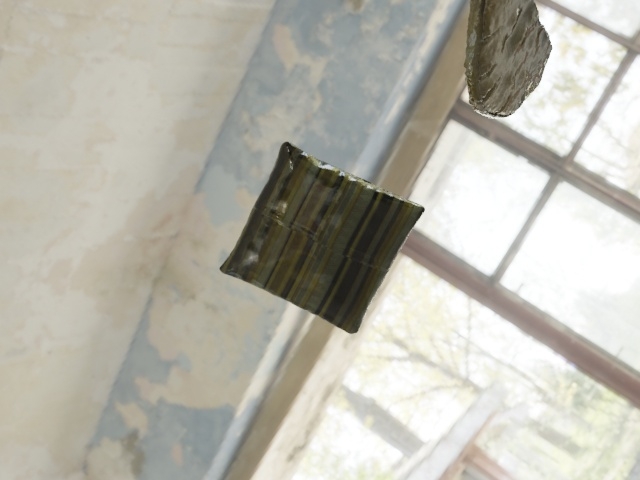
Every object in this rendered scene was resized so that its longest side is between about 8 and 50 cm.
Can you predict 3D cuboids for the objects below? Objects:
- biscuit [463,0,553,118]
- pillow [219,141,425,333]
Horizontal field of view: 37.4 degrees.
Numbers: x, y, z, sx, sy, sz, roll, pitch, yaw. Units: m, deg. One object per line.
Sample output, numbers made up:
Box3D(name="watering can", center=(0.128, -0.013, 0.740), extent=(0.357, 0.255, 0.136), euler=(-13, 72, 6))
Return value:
Box3D(name="biscuit", center=(0.207, -0.214, 1.075), extent=(0.141, 0.038, 0.290), euler=(-61, -27, -6))
Box3D(name="pillow", center=(0.000, 0.000, 1.275), extent=(0.208, 0.212, 0.052), euler=(-63, 5, 18))
